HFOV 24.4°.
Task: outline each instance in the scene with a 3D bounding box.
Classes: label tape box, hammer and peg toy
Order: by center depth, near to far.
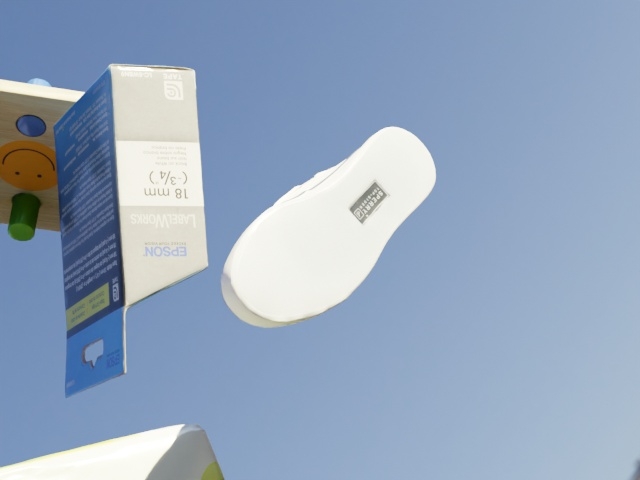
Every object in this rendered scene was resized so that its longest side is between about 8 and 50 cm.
[{"bbox_3d":[-0.216,-0.002,1.669,0.106,0.334,0.240,0,-12,-25],"label":"label tape box"},{"bbox_3d":[-0.435,-0.117,1.938,0.266,0.361,0.127,107,168,-47],"label":"hammer and peg toy"}]

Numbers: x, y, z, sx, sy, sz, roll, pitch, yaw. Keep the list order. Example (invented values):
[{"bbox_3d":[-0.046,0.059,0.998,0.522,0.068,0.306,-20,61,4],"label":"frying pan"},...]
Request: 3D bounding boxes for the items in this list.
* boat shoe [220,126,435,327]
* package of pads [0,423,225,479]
[{"bbox_3d":[0.000,0.000,1.191,0.258,0.095,0.084,-36,1,-44],"label":"boat shoe"},{"bbox_3d":[-0.192,0.277,1.138,0.296,0.229,0.101,-10,-26,-30],"label":"package of pads"}]
